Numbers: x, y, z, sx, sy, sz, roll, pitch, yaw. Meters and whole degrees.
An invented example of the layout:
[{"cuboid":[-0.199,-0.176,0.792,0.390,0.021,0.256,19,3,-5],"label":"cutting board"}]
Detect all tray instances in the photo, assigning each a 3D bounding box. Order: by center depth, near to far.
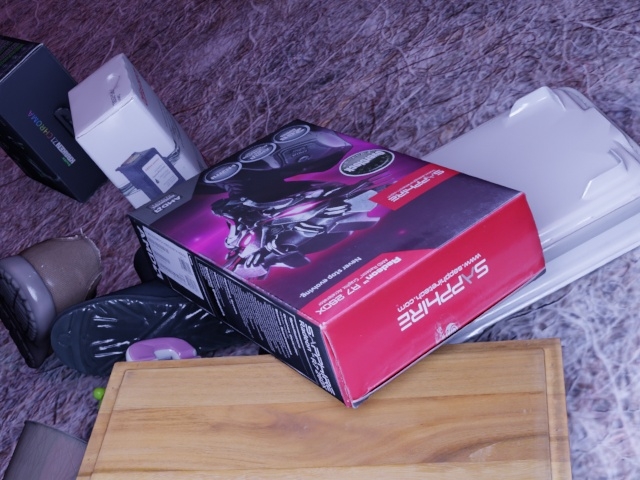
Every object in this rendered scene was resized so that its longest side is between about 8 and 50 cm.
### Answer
[{"cuboid":[0.002,0.187,0.917,0.410,0.076,0.203,-4,41,12],"label":"tray"}]

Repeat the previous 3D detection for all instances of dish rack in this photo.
[{"cuboid":[0.178,-0.042,1.140,0.332,0.072,0.285,-28,32,3],"label":"dish rack"}]

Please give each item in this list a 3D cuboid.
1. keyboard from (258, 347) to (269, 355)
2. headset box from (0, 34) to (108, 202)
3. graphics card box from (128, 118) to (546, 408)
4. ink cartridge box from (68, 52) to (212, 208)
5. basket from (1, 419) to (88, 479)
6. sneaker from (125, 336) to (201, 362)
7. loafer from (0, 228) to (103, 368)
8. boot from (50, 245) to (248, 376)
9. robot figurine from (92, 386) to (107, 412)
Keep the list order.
[{"cuboid":[0.012,0.082,1.208,0.180,0.023,0.108,-19,42,25],"label":"keyboard"},{"cuboid":[-0.478,-0.210,1.825,0.131,0.246,0.283,-47,33,-15],"label":"headset box"},{"cuboid":[0.000,0.000,1.042,0.232,0.094,0.371,-32,30,-22],"label":"graphics card box"},{"cuboid":[-0.232,-0.116,1.484,0.100,0.237,0.172,-35,32,4],"label":"ink cartridge box"},{"cuboid":[-0.253,0.319,1.040,0.204,0.154,0.227,24,67,8],"label":"basket"},{"cuboid":[-0.129,0.205,1.133,0.095,0.105,0.236,-7,36,-39],"label":"sneaker"},{"cuboid":[-0.340,0.075,1.390,0.130,0.134,0.366,-31,3,-22],"label":"loafer"},{"cuboid":[-0.202,0.067,1.288,0.246,0.094,0.207,-10,22,-15],"label":"boot"},{"cuboid":[-0.214,0.178,1.257,0.101,0.067,0.115,-22,34,39],"label":"robot figurine"}]
